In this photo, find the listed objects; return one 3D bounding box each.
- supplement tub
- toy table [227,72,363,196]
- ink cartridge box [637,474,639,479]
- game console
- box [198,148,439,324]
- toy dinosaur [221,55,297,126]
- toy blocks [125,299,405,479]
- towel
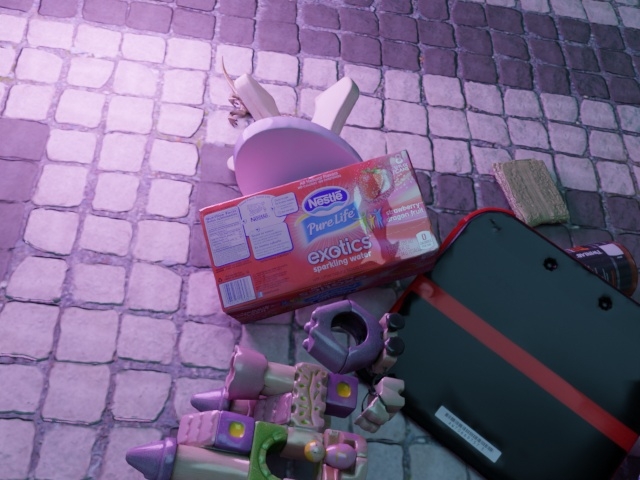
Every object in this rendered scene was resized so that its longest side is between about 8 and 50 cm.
[{"bbox_3d":[0.403,0.065,1.158,0.197,0.106,0.106,-10,60,-19],"label":"supplement tub"},{"bbox_3d":[-0.033,-0.131,1.121,0.252,0.274,0.161,-24,49,11],"label":"toy table"},{"bbox_3d":[0.477,0.329,0.883,0.129,0.223,0.307,7,33,35],"label":"ink cartridge box"},{"bbox_3d":[0.293,0.169,1.043,0.386,0.060,0.342,37,81,12],"label":"game console"},{"bbox_3d":[0.000,0.000,1.011,0.299,0.142,0.154,-17,76,1],"label":"box"},{"bbox_3d":[-0.132,-0.246,1.278,0.183,0.053,0.092,38,41,3],"label":"toy dinosaur"},{"bbox_3d":[-0.085,0.237,0.799,0.260,0.309,0.289,15,51,-11],"label":"toy blocks"},{"bbox_3d":[0.381,-0.089,1.301,0.110,0.027,0.148,-8,59,-19],"label":"towel"}]
